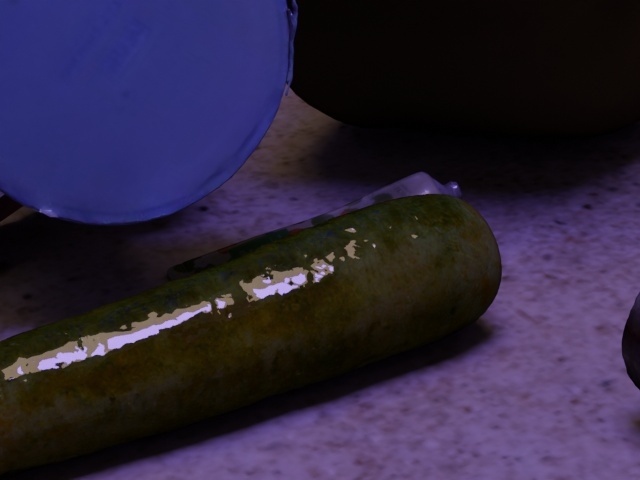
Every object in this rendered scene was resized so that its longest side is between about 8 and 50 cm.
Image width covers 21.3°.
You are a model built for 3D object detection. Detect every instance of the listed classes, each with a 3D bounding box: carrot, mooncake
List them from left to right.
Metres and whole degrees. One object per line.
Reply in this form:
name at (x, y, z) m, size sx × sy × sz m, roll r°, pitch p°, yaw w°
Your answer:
carrot at (-0.080, 0.054, 0.770) m, size 0.358 × 0.074 × 0.074 m, roll -17°, pitch 27°, yaw -20°
mooncake at (0.130, -0.286, 1.022) m, size 0.262 × 0.467 × 0.467 m, roll 12°, pitch 30°, yaw 21°

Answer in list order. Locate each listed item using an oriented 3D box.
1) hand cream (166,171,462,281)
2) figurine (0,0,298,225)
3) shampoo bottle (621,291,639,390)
hand cream at (0.000, 0.000, 0.918) m, size 0.165 × 0.037 × 0.057 m, roll -19°, pitch 27°, yaw -12°
figurine at (-0.186, -0.135, 0.998) m, size 0.276 × 0.248 × 0.388 m, roll -51°, pitch 18°, yaw -3°
shampoo bottle at (0.220, 0.094, 0.602) m, size 0.129 × 0.084 × 0.323 m, roll -11°, pitch 25°, yaw -17°
